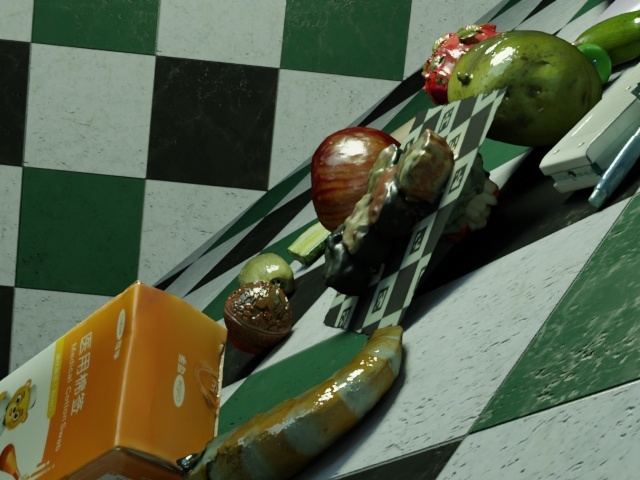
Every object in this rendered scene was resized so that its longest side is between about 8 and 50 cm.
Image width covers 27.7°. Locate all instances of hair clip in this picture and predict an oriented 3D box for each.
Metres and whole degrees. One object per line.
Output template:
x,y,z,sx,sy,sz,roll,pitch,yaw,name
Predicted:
0.164,-0.072,1.652,0.138,0.091,0.321,-59,12,14,hair clip

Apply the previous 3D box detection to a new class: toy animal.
0.312,-0.224,1.816,0.103,0.100,0.208,-1,5,-26,toy animal

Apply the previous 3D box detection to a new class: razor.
0.312,-0.088,1.301,0.135,0.068,0.040,-54,9,-12,razor

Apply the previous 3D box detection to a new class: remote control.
0.362,-0.157,1.398,0.277,0.055,0.103,-43,9,-16,remote control

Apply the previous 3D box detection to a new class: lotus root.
-0.093,0.064,2.134,0.090,0.077,0.183,-40,10,-3,lotus root

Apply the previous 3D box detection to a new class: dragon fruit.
0.270,-0.292,2.204,0.172,0.166,0.160,-53,-27,-15,dragon fruit

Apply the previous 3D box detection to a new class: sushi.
0.075,-0.044,1.581,0.320,0.068,0.339,-65,12,-5,sushi

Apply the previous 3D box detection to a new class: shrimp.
-0.003,0.158,1.287,0.287,0.068,0.185,-42,10,-30,shrimp

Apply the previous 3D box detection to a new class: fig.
0.090,-0.099,1.985,0.207,0.175,0.175,-20,16,23,fig

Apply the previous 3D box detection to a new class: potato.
0.257,-0.192,1.645,0.197,0.149,0.228,-11,7,18,potato

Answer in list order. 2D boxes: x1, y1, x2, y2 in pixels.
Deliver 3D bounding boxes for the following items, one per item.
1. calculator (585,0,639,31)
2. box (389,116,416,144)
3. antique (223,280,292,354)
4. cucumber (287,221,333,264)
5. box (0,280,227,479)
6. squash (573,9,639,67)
0.504,-0.372,1.924,0.293,0.051,0.173,-44,8,-28,calculator
0.140,-0.137,2.136,0.200,0.088,0.146,-33,10,34,box
-0.087,0.105,1.824,0.104,0.104,0.104,-39,8,7,antique
0.000,0.000,2.216,0.107,0.035,0.067,-41,26,-17,cucumber
-0.266,0.229,1.518,0.341,0.143,0.225,-35,39,36,box
0.399,-0.272,1.796,0.066,0.066,0.252,-42,8,-17,squash
